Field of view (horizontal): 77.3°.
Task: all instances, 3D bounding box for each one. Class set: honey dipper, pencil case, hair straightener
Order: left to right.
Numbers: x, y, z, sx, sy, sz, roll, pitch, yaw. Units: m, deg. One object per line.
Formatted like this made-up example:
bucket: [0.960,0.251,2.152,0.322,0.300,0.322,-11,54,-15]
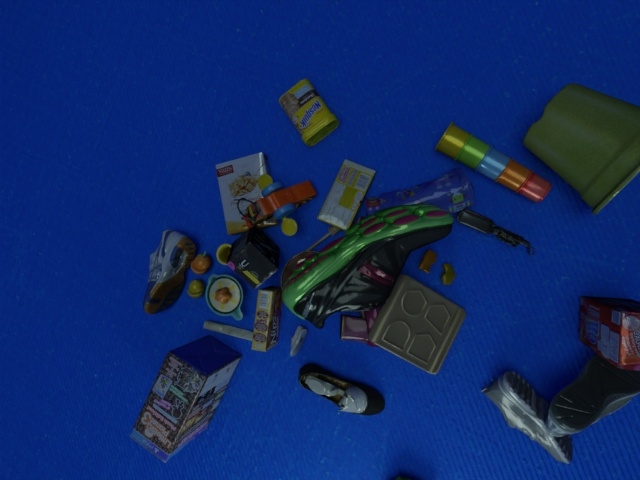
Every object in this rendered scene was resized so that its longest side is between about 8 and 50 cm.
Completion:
honey dipper: [0.000,0.000,1.260,0.160,0.030,0.030,-39,81,15]
pencil case: [0.274,-0.108,1.143,0.306,0.133,0.119,-18,117,13]
hair straightener: [0.484,-0.017,1.107,0.230,0.089,0.047,32,115,10]

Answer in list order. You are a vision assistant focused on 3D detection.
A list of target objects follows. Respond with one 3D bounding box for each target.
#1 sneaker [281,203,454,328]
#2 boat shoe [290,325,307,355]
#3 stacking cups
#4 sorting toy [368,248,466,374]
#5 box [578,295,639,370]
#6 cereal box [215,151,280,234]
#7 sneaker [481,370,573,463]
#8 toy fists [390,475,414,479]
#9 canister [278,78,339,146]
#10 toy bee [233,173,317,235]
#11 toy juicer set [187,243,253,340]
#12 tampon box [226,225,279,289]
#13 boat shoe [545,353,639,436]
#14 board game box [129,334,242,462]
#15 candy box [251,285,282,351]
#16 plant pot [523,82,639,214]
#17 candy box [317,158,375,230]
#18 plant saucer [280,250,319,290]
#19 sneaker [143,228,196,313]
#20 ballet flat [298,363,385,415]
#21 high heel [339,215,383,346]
sneaker: [0.130,0.066,1.052,0.482,0.185,0.202,-32,108,13]
boat shoe: [-0.077,0.318,1.274,0.035,0.035,0.100,29,101,40]
stacking cups: [0.474,-0.207,1.109,0.316,0.096,0.096,36,98,11]
sorting toy: [0.297,0.196,1.146,0.229,0.041,0.307,30,83,-7]
box: [0.726,0.213,0.955,0.122,0.257,0.128,3,90,16]
cereal box: [-0.239,-0.151,1.309,0.173,0.047,0.240,-13,86,12]
sneaker: [0.567,0.480,1.092,0.281,0.105,0.115,50,134,6]
toy fists: [0.232,0.828,1.157,0.142,0.096,0.279,14,94,15]
canister: [-0.039,-0.399,1.249,0.126,0.073,0.170,-35,80,11]
toy bee: [-0.160,-0.108,1.202,0.162,0.298,0.195,-32,64,44]
toy juicer set: [-0.345,0.185,1.311,0.209,0.089,0.329,-11,87,14]
tampon box: [-0.202,0.046,1.222,0.101,0.161,0.120,-41,109,11]
boat shoe: [0.698,0.382,1.013,0.320,0.103,0.118,-29,51,-17]
board game box: [-0.410,0.477,1.252,0.141,0.232,0.291,27,96,14]
candy box: [-0.164,0.241,1.255,0.053,0.109,0.187,6,90,14]
plant pot: [0.668,-0.247,0.991,0.254,0.276,0.276,43,99,22]
candy box: [0.080,-0.138,1.223,0.105,0.027,0.206,24,85,15]
plant saucer: [-0.026,0.131,1.258,0.198,0.036,0.199,0,91,13]
sneaker: [-0.531,0.104,1.366,0.131,0.112,0.296,31,95,30]
ballet flat: [0.054,0.462,1.204,0.280,0.096,0.095,18,93,13]
high heel: [0.162,0.122,1.189,0.181,0.127,0.377,6,93,-3]
